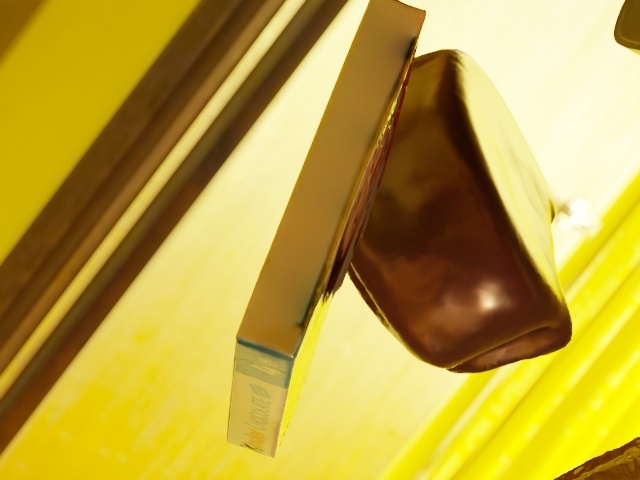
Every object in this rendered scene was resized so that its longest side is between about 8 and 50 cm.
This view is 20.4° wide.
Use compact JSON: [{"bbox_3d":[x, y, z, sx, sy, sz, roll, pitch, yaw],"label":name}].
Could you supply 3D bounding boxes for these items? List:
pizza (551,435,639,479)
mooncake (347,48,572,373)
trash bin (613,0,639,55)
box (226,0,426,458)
[{"bbox_3d":[0.148,0.188,0.667,0.229,0.289,0.081,43,32,13],"label":"pizza"},{"bbox_3d":[0.123,-0.025,1.728,0.334,0.174,0.326,40,28,-58],"label":"mooncake"},{"bbox_3d":[0.337,-0.166,1.532,0.130,0.059,0.116,20,-1,-36],"label":"trash bin"},{"bbox_3d":[0.000,0.000,1.258,0.048,0.265,0.273,21,-19,3],"label":"box"}]
